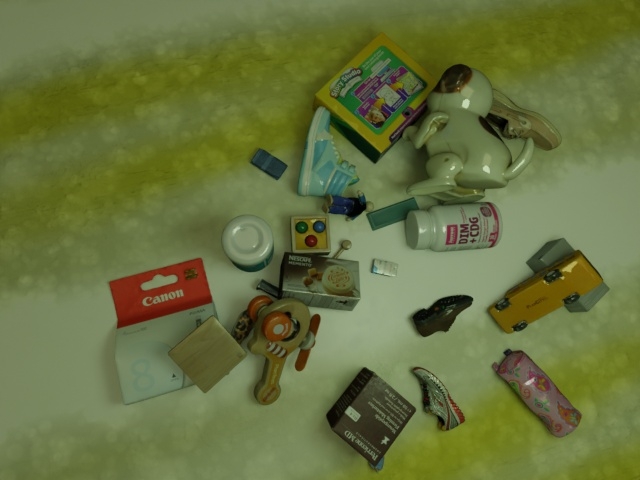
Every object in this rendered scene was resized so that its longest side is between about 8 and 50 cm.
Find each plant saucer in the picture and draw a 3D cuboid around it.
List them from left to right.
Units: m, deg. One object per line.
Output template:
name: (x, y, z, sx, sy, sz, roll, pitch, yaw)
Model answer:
plant saucer: (0.261, -0.096, 1.467, 0.192, 0.018, 0.067, -19, 82, -8)

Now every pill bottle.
pill bottle: (-0.216, 0.019, 1.271, 0.146, 0.264, 0.146, 1, 78, -6)
pill bottle: (0.445, -0.044, 1.402, 0.283, 0.160, 0.160, -4, 80, -6)

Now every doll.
doll: (0.105, -0.120, 1.410, 0.189, 0.129, 0.046, 3, 39, -30)

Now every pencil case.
pencil case: (0.704, 0.493, 1.352, 0.124, 0.124, 0.284, -41, 85, -11)

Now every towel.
towel: (-0.179, -0.267, 1.450, 0.120, 0.029, 0.067, 32, 78, 2)

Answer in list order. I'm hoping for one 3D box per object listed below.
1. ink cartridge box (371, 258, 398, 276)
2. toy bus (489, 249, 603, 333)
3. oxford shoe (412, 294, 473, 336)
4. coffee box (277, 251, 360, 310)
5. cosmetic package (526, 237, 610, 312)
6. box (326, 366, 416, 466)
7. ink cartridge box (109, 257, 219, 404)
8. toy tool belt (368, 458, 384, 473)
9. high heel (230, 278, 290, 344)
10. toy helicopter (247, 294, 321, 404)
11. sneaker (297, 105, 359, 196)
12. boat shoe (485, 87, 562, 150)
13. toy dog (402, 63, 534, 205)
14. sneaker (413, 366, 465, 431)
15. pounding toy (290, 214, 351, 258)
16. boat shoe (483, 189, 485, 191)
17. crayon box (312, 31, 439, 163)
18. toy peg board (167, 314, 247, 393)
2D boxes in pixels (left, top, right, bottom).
ink cartridge box: (0.220, 0.095, 1.420, 0.083, 0.028, 0.048, 13, 78, -3)
toy bus: (0.726, 0.171, 1.358, 0.333, 0.130, 0.108, -41, 85, 27)
oxford shoe: (0.419, 0.253, 1.395, 0.227, 0.083, 0.096, -24, 105, -11)
coffee box: (-0.005, 0.132, 1.323, 0.247, 0.098, 0.141, 9, 55, -10)
cosmetic package: (0.857, 0.122, 1.443, 0.127, 0.107, 0.238, -37, 82, -11)
box: (0.149, 0.524, 1.261, 0.168, 0.167, 0.203, 40, 78, 3)
ink cartridge box: (-0.478, 0.269, 1.288, 0.308, 0.091, 0.384, -15, 82, -8)
toy tool belt: (0.178, 0.676, 1.294, 0.052, 0.051, 0.083, 9, 78, -4)
high heel: (-0.169, 0.274, 1.317, 0.186, 0.093, 0.261, 29, 74, 0)
toy helicopter: (-0.117, 0.341, 1.271, 0.235, 0.140, 0.354, 6, 105, -34)
sneaker: (0.045, -0.291, 1.431, 0.208, 0.127, 0.318, 11, 88, -2)
boat shoe: (0.712, -0.422, 1.529, 0.341, 0.121, 0.110, 37, 82, 12)
toy dog: (0.451, -0.355, 1.340, 0.285, 0.395, 0.407, 6, 77, -33)
sneaker: (0.365, 0.507, 1.327, 0.093, 0.088, 0.225, -32, 84, -9)
pounding toy: (0.006, 0.009, 1.382, 0.206, 0.094, 0.180, -2, 79, -6)
boat shoe: (0.548, -0.272, 1.502, 0.081, 0.068, 0.227, -14, 81, -8)
crayon box: (0.208, -0.515, 1.497, 0.313, 0.106, 0.363, 43, 78, 4)
toy peg board: (-0.331, 0.327, 1.223, 0.161, 0.079, 0.160, -41, 102, -13)
